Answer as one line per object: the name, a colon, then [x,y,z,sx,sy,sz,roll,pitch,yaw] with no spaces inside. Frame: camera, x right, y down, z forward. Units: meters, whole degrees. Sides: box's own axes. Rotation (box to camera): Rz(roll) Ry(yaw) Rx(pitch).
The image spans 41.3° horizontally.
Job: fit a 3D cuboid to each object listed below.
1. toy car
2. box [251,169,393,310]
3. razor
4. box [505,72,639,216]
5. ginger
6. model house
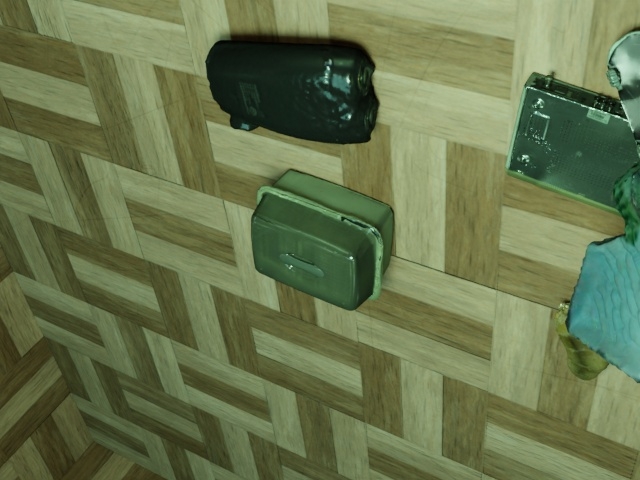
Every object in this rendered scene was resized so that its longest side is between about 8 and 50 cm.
toy car: [0.470,-0.197,1.191,0.095,0.056,0.205,-21,96,24]
box: [0.000,0.000,1.725,0.290,0.166,0.221,21,139,20]
razor: [-0.055,-0.273,1.539,0.327,0.107,0.189,13,135,31]
box: [0.431,-0.139,1.320,0.270,0.045,0.211,24,142,18]
ginger: [0.494,0.196,1.596,0.095,0.069,0.190,21,146,57]
model house: [0.552,0.033,1.216,0.339,0.360,0.297,116,138,-73]
